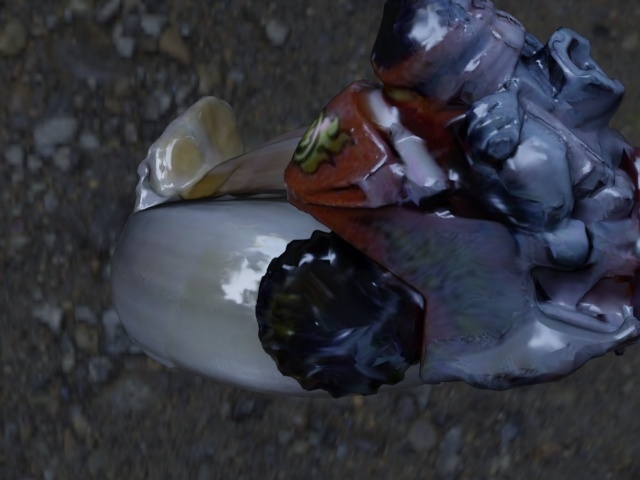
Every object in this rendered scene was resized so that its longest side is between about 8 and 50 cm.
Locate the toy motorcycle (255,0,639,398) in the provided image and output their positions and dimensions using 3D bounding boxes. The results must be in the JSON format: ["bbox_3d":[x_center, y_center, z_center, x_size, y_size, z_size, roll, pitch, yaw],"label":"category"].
[{"bbox_3d":[0.155,-0.041,0.853,0.401,0.207,0.134,-7,27,8],"label":"toy motorcycle"}]

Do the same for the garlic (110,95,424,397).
[{"bbox_3d":[0.001,0.001,1.167,0.325,0.132,0.279,13,33,37],"label":"garlic"}]
